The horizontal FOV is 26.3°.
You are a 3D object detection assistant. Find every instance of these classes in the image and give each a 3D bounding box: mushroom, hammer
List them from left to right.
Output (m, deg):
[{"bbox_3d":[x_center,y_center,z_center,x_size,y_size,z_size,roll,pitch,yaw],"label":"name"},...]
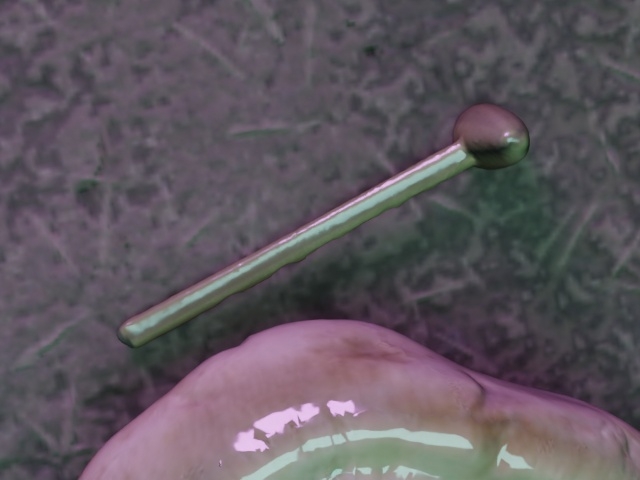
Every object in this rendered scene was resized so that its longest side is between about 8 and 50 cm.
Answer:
[{"bbox_3d":[0.000,0.000,0.572,0.195,0.060,0.028,-29,100,4],"label":"hammer"},{"bbox_3d":[0.030,0.155,0.503,0.260,0.234,0.254,-21,102,-2],"label":"mushroom"}]
